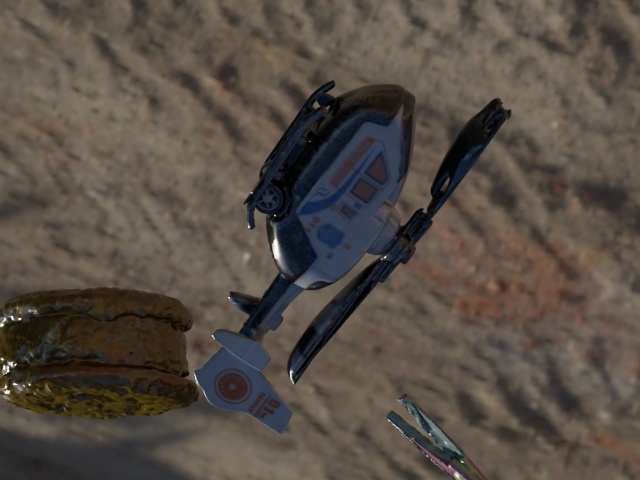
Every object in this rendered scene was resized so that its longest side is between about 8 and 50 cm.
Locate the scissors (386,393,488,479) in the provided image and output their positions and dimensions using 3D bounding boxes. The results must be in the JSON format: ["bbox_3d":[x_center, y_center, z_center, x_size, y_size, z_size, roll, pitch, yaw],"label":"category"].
[{"bbox_3d":[0.131,0.208,1.427,0.187,0.020,0.133,44,158,10],"label":"scissors"}]

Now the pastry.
[{"bbox_3d":[-0.204,0.103,1.505,0.188,0.103,0.189,-1,165,0],"label":"pastry"}]

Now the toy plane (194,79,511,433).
[{"bbox_3d":[-0.001,0.000,0.736,0.078,0.053,0.197,32,110,-6],"label":"toy plane"}]
